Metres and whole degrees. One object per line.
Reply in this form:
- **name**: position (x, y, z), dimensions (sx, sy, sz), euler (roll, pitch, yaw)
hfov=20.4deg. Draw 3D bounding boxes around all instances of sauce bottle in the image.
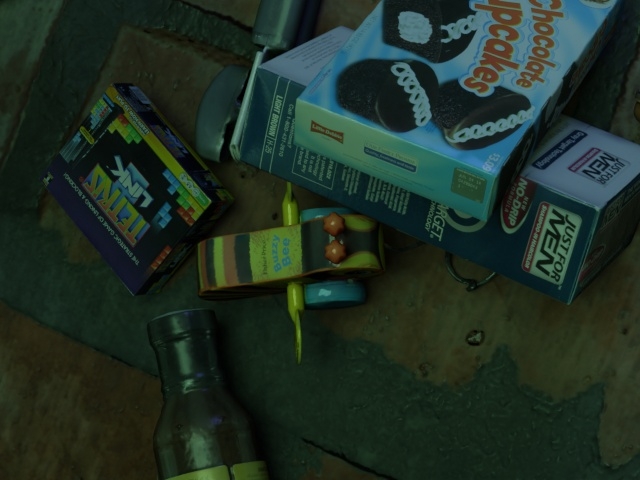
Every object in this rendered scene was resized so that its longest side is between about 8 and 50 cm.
- **sauce bottle**: position (-0.101, 0.239, 1.736), dimensions (0.111, 0.111, 0.344), euler (-14, 78, 16)

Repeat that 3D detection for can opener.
- **can opener**: position (-0.060, -0.214, 1.795), dimensions (0.095, 0.076, 0.283), euler (14, 87, 19)

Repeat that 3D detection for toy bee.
- **toy bee**: position (0.000, 0.000, 1.704), dimensions (0.298, 0.162, 0.195), euler (-28, 74, 13)

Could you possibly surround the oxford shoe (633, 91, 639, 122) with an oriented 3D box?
- **oxford shoe**: position (0.365, -0.063, 1.638), dimensions (0.212, 0.076, 0.076), euler (39, 109, 20)

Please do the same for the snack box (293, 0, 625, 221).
- **snack box**: position (0.132, -0.161, 1.591), dimensions (0.187, 0.060, 0.322), euler (22, 46, 16)

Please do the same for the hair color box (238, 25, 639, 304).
- **hair color box**: position (0.118, -0.077, 1.654), dimensions (0.347, 0.174, 0.105), euler (24, 120, 20)

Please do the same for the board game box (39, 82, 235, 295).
- **board game box**: position (-0.189, -0.053, 1.815), dimensions (0.170, 0.048, 0.141), euler (49, 114, 18)
